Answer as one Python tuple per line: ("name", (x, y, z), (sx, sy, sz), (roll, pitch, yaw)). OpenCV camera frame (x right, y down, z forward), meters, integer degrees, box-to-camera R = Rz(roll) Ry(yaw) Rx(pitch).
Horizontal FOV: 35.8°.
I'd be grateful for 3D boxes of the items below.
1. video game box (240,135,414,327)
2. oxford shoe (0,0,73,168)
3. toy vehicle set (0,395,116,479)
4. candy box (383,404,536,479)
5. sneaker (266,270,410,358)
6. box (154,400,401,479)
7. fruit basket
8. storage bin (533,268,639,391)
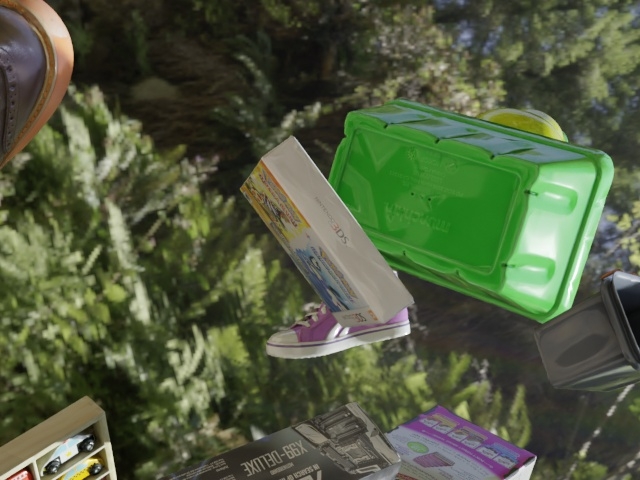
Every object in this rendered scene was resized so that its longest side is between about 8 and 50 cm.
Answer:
("video game box", (0.000, 0.000, 1.050), (0.205, 0.048, 0.187), (53, -15, -1))
("oxford shoe", (-0.320, -0.025, 0.734), (0.130, 0.132, 0.363), (32, -67, -4))
("toy vehicle set", (-0.345, 0.301, 1.077), (0.035, 0.267, 0.166), (34, -40, 34))
("candy box", (0.146, 0.301, 1.250), (0.159, 0.233, 0.071), (24, -68, 33))
("sneaker", (0.022, 0.120, 1.810), (0.102, 0.282, 0.161), (2, -77, 64))
("box", (-0.096, 0.283, 0.845), (0.076, 0.307, 0.242), (51, -38, 34))
("fruit basket", (0.228, -0.066, 1.413), (0.392, 0.392, 0.282), (24, -79, 47))
("storage bin", (0.247, 0.082, 0.843), (0.091, 0.135, 0.098), (-30, -117, 33))
